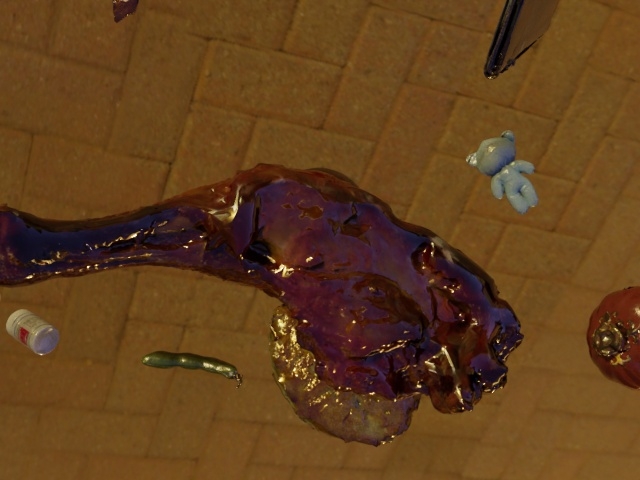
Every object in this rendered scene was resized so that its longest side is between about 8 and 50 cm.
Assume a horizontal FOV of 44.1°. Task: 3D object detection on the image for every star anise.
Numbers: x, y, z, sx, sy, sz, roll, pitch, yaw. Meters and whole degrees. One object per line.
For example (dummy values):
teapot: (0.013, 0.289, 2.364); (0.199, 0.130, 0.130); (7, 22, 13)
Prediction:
star anise: (-0.387, -0.532, 1.546); (0.144, 0.158, 0.140); (43, 142, -1)

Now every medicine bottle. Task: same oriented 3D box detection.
medicine bottle: (-0.538, 0.171, 1.477); (0.058, 0.091, 0.058); (-30, 131, -42)

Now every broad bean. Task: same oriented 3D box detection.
broad bean: (-0.276, 0.271, 1.721); (0.227, 0.069, 0.039); (11, 117, 5)

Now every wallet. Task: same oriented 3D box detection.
wallet: (0.353, -0.389, 1.320); (0.044, 0.317, 0.169); (27, 127, 17)

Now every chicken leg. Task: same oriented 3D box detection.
chicken leg: (-0.035, 0.023, 0.584); (0.407, 0.158, 0.096); (16, 156, -15)

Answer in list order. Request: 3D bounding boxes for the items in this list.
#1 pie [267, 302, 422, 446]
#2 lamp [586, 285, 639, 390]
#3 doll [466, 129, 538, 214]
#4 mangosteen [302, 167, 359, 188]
pie: (0.052, 0.253, 1.612); (0.288, 0.355, 0.103); (-32, 164, -22)
lamp: (0.304, 0.094, 0.759); (0.090, 0.101, 0.101); (7, 118, -28)
doll: (0.407, -0.144, 1.726); (0.120, 0.075, 0.180); (-33, 94, 0)
mangosteen: (-0.010, -0.010, 1.798); (0.330, 0.330, 0.330); (-9, 122, -14)
